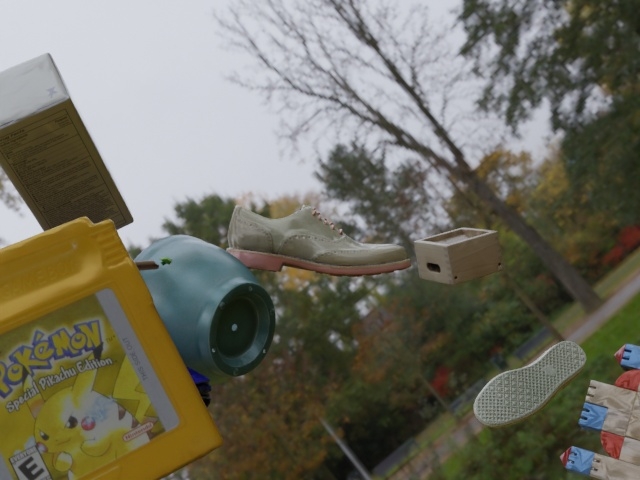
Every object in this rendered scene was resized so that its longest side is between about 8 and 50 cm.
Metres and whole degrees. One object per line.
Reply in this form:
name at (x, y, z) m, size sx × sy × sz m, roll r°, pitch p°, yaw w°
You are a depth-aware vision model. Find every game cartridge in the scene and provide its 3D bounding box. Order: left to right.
game cartridge at (-0.306, 0.155, 1.063) m, size 0.285 × 0.324 × 0.052 m, roll -25°, pitch -8°, yaw -25°

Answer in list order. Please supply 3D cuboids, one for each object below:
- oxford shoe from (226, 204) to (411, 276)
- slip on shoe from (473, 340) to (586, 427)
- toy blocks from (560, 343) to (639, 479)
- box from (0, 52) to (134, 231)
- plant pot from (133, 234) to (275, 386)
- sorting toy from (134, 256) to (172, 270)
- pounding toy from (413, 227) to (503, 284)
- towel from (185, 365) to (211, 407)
oxford shoe at (0.000, 0.000, 1.957) m, size 0.396 × 0.147 × 0.140 m, roll 5°, pitch -3°, yaw -8°
slip on shoe at (0.495, 0.352, 2.208) m, size 0.331 × 0.123 × 0.101 m, roll -27°, pitch -28°, yaw -28°
toy blocks at (0.656, 0.371, 1.902) m, size 0.191 × 0.260 × 0.382 m, roll 45°, pitch -117°, yaw -53°
box at (-0.426, -0.131, 1.496) m, size 0.147 × 0.121 × 0.311 m, roll -24°, pitch -36°, yaw -9°
plant pot at (-0.208, 0.148, 1.721) m, size 0.293 × 0.196 × 0.293 m, roll -14°, pitch -71°, yaw -48°
sorting toy at (-0.282, 0.038, 1.522) m, size 0.083 × 0.012 × 0.062 m, roll -4°, pitch -9°, yaw -4°
pounding toy at (0.249, 0.037, 1.672) m, size 0.130 × 0.100 × 0.141 m, roll -15°, pitch 10°, yaw -24°
towel at (-0.343, 0.192, 1.538) m, size 0.076 × 0.308 × 0.227 m, roll -66°, pitch -18°, yaw -2°
